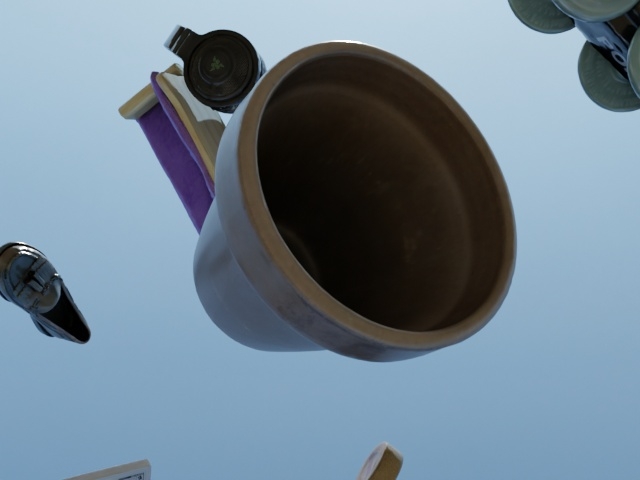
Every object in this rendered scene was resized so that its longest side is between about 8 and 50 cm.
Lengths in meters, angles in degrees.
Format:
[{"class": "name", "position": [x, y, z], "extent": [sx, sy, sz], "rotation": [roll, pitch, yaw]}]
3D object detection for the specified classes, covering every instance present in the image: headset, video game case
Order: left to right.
[{"class": "video game case", "position": [-0.194, 0.250, 0.697], "extent": [0.087, 0.122, 0.011], "rotation": [-7, -149, -29]}, {"class": "headset", "position": [-0.136, -0.233, 1.366], "extent": [0.394, 0.243, 0.185], "rotation": [38, -86, 41]}]

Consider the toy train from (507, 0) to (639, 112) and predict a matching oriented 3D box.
[{"class": "toy train", "position": [0.287, -0.172, 0.584], "extent": [0.190, 0.142, 0.334], "rotation": [-45, -83, 5]}]

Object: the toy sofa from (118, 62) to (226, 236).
[{"class": "toy sofa", "position": [-0.215, -0.120, 1.410], "extent": [0.150, 0.177, 0.363], "rotation": [-31, -95, 26]}]

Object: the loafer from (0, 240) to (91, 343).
[{"class": "loafer", "position": [-0.447, 0.092, 1.310], "extent": [0.084, 0.267, 0.096], "rotation": [25, -115, 18]}]

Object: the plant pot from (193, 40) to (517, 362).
[{"class": "plant pot", "position": [0.000, 0.000, 0.695], "extent": [0.263, 0.229, 0.263], "rotation": [15, -121, -27]}]

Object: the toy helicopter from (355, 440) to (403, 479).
[{"class": "toy helicopter", "position": [0.025, 0.411, 1.029], "extent": [0.140, 0.235, 0.355], "rotation": [33, -125, 0]}]
